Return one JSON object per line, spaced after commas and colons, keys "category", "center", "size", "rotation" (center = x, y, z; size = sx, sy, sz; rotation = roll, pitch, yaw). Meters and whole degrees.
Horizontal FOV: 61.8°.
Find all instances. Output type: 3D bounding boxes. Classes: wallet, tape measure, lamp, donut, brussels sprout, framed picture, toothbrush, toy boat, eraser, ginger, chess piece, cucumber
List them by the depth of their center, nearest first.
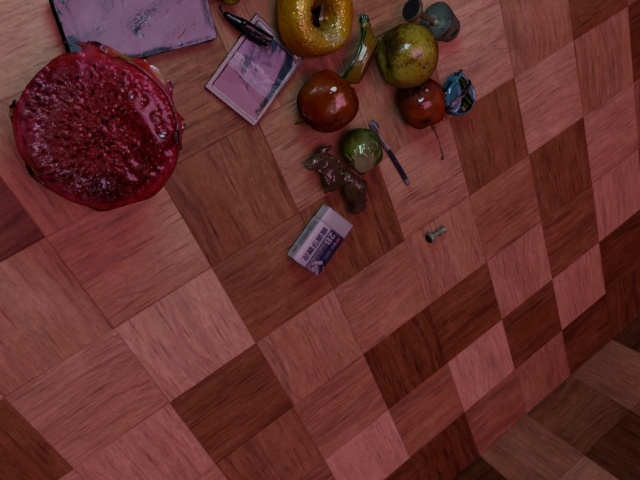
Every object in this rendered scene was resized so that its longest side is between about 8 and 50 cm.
{"category": "wallet", "center": [-0.457, -0.555, 1.339], "size": [0.378, 0.046, 0.191], "rotation": [-24, 118, -22]}
{"category": "cucumber", "center": [-0.205, -0.585, 1.458], "size": [0.163, 0.039, 0.043], "rotation": [20, 75, -32]}
{"category": "donut", "center": [-0.012, -0.645, 1.529], "size": [0.253, 0.118, 0.254], "rotation": [-13, 110, -41]}
{"category": "framed picture", "center": [-0.188, -0.484, 1.535], "size": [0.189, 0.023, 0.260], "rotation": [37, 88, -31]}
{"category": "toy boat", "center": [0.116, -0.576, 1.649], "size": [0.088, 0.089, 0.230], "rotation": [26, 95, 5]}
{"category": "lamp", "center": [0.355, -0.705, 1.702], "size": [0.214, 0.121, 0.121], "rotation": [4, 105, -42]}
{"category": "brussels sprout", "center": [0.138, -0.293, 1.717], "size": [0.117, 0.155, 0.155], "rotation": [-32, 129, 27]}
{"category": "ginger", "center": [0.071, -0.185, 1.747], "size": [0.290, 0.084, 0.122], "rotation": [42, 78, -34]}
{"category": "eraser", "center": [0.000, 0.000, 1.782], "size": [0.124, 0.068, 0.210], "rotation": [36, 87, -31]}
{"category": "toothbrush", "center": [0.244, -0.299, 1.845], "size": [0.026, 0.024, 0.288], "rotation": [-52, 124, -21]}
{"category": "tape measure", "center": [0.481, -0.504, 1.872], "size": [0.125, 0.081, 0.146], "rotation": [40, 86, -31]}
{"category": "chess piece", "center": [0.449, -0.026, 2.048], "size": [0.093, 0.042, 0.042], "rotation": [-28, 119, -24]}

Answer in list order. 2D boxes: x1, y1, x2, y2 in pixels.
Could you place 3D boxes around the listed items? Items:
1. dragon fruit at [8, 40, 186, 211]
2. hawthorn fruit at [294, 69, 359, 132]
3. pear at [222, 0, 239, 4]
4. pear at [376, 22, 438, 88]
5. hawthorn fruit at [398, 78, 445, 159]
{"category": "dragon fruit", "center": [-0.512, -0.279, 1.282], "size": [0.370, 0.249, 0.387], "rotation": [2, 113, -13]}
{"category": "hawthorn fruit", "center": [0.007, -0.400, 1.586], "size": [0.200, 0.179, 0.179], "rotation": [-35, 121, -4]}
{"category": "pear", "center": [-0.238, -0.673, 1.402], "size": [0.092, 0.092, 0.097], "rotation": [9, 61, -32]}
{"category": "pear", "center": [0.279, -0.576, 1.658], "size": [0.197, 0.197, 0.197], "rotation": [-10, 112, -27]}
{"category": "hawthorn fruit", "center": [0.374, -0.408, 1.800], "size": [0.165, 0.165, 0.285], "rotation": [-45, 121, -9]}
